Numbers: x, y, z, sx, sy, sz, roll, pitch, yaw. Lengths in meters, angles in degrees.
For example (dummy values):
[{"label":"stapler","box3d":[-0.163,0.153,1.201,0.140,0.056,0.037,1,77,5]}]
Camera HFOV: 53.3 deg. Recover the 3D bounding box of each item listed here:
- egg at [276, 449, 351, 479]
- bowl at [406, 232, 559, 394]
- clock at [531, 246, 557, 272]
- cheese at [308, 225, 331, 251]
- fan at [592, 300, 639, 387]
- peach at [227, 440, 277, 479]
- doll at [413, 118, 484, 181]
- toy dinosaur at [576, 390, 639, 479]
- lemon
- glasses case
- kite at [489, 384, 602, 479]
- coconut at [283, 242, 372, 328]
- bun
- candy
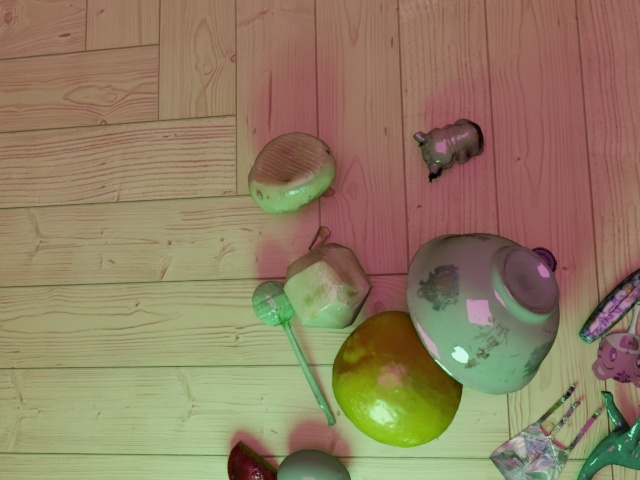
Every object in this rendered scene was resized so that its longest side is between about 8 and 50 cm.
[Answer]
[{"label":"egg","box3d":[-0.017,0.632,1.688,0.199,0.146,0.146,13,85,3]},{"label":"bowl","box3d":[0.439,0.132,1.535,0.435,0.196,0.434,15,55,-23]},{"label":"clock","box3d":[0.600,0.058,1.730,0.074,0.010,0.083,-28,79,5]},{"label":"cheese","box3d":[0.000,0.000,1.828,0.044,0.030,0.083,29,83,-8]},{"label":"fan","box3d":[0.808,0.267,1.669,0.153,0.008,0.226,13,86,12]},{"label":"peach","box3d":[-0.192,0.635,1.745,0.127,0.092,0.172,-31,81,7]},{"label":"doll","box3d":[0.358,-0.263,1.771,0.192,0.095,0.149,-25,82,3]},{"label":"toy dinosaur","box3d":[0.812,0.568,1.598,0.384,0.129,0.330,12,96,10]},{"label":"lemon","box3d":[0.195,0.347,1.601,0.348,0.348,0.347,-1,82,9]},{"label":"glasses case","box3d":[0.766,0.167,1.649,0.065,0.087,0.248,44,91,16]},{"label":"kite","box3d":[0.605,0.533,1.667,0.310,0.015,0.169,-45,78,4]},{"label":"coconut","box3d":[0.027,0.131,1.713,0.241,0.241,0.241,-1,82,9]},{"label":"bun","box3d":[-0.081,-0.183,1.797,0.259,0.160,0.259,-9,56,14]},{"label":"candy","box3d":[-0.059,0.312,1.773,0.119,0.119,0.439,-28,87,5]}]
